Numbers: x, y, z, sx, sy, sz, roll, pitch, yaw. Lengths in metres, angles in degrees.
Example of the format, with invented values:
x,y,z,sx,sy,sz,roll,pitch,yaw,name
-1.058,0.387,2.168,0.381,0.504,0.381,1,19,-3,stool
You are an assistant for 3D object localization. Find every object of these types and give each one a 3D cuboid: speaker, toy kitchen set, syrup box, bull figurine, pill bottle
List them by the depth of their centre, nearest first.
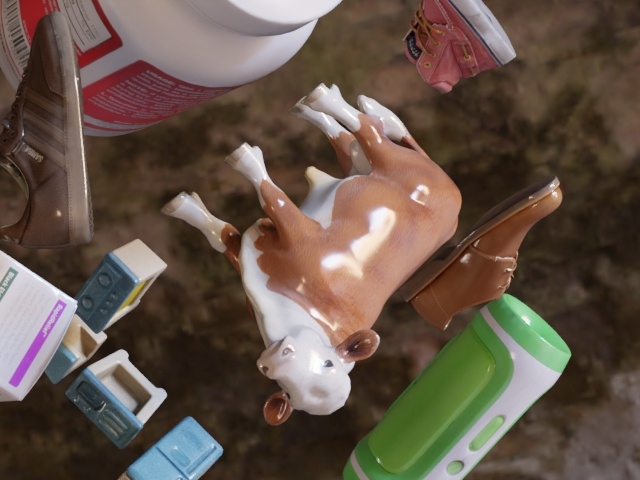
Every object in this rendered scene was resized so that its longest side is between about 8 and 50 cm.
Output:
x,y,z,sx,sy,sz,roll,pitch,yaw,name
0.000,0.000,1.115,0.101,0.188,0.310,-35,6,39,bull figurine
-0.318,0.029,1.139,0.093,0.237,0.096,-12,45,60,syrup box
-0.140,-0.239,1.368,0.229,0.229,0.407,-16,3,-31,pill bottle
-0.171,0.134,1.414,0.166,0.207,0.122,-49,-5,32,toy kitchen set
0.160,0.207,1.755,0.296,0.131,0.131,-49,-5,12,speaker

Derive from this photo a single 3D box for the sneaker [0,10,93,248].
x,y,z,sx,sy,sz,roll,pitch,yaw,name
-0.213,-0.085,1.101,0.071,0.188,0.066,-6,-19,-6,sneaker

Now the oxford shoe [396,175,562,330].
x,y,z,sx,sy,sz,roll,pitch,yaw,name
0.172,0.014,1.454,0.212,0.076,0.076,-44,-3,35,oxford shoe

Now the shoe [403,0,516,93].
x,y,z,sx,sy,sz,roll,pitch,yaw,name
0.106,-0.187,1.288,0.081,0.063,0.178,-30,-29,14,shoe
